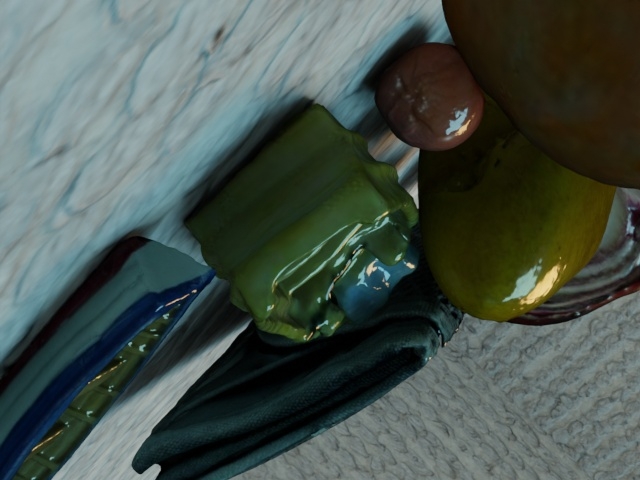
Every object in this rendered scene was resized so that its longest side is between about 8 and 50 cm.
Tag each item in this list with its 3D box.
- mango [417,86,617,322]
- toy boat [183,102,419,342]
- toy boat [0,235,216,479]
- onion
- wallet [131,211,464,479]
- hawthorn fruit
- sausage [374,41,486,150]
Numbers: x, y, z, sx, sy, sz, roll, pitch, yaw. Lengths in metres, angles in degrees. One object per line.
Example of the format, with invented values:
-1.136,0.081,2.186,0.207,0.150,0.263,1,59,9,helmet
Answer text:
0.128,-0.039,0.924,0.130,0.167,0.262,0,-161,19,mango
-0.004,-0.004,0.760,0.111,0.084,0.276,-43,170,3,toy boat
-0.131,0.085,0.656,0.229,0.046,0.080,-48,174,29,toy boat
0.205,-0.040,1.313,0.207,0.216,0.206,-37,-166,24,onion
0.014,0.059,1.044,0.237,0.075,0.342,-28,-173,22,wallet
0.154,-0.137,0.505,0.199,0.199,0.251,-39,160,-43,hawthorn fruit
0.061,-0.078,0.777,0.054,0.059,0.094,-28,179,8,sausage
